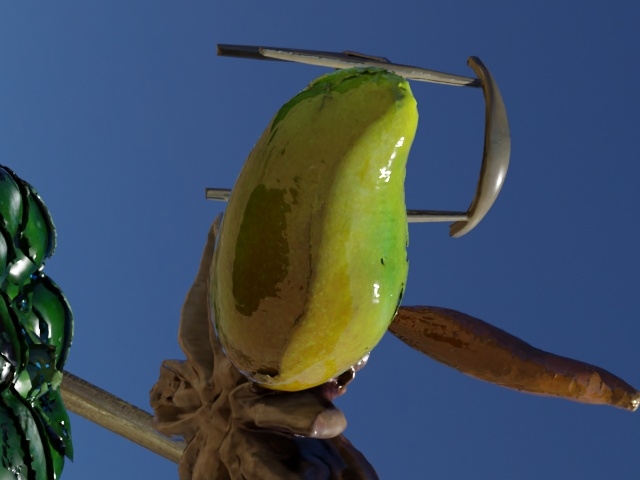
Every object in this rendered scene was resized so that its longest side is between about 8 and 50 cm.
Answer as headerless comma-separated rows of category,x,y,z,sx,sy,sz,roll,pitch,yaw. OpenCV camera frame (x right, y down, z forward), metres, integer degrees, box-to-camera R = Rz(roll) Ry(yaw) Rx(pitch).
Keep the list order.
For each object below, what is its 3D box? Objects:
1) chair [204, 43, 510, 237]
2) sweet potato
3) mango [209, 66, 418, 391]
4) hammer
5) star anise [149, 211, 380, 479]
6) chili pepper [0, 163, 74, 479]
chair,0.035,-0.104,1.586,0.166,0.272,0.188,-156,-109,-69
sweet potato,0.172,0.112,1.469,0.057,0.265,0.057,22,90,-84
mango,0.000,0.000,0.947,0.125,0.111,0.233,35,-55,11
hammer,-0.180,0.183,1.525,0.111,0.365,0.043,-66,-168,-19
star anise,-0.033,0.131,1.145,0.349,0.109,0.292,9,-80,58
chili pepper,-0.263,0.082,0.872,0.248,0.257,0.233,-130,-152,-81
